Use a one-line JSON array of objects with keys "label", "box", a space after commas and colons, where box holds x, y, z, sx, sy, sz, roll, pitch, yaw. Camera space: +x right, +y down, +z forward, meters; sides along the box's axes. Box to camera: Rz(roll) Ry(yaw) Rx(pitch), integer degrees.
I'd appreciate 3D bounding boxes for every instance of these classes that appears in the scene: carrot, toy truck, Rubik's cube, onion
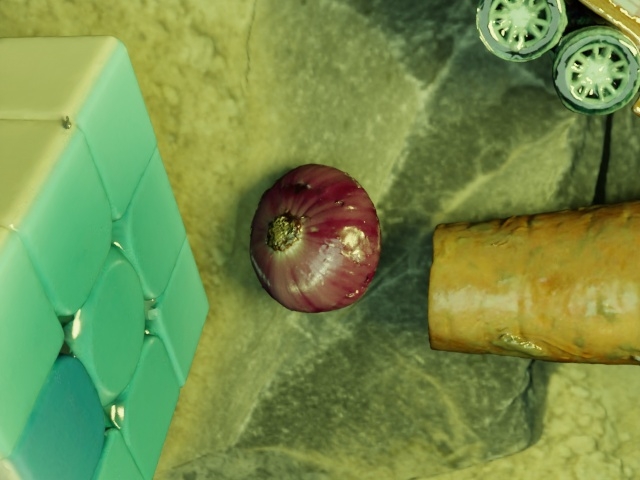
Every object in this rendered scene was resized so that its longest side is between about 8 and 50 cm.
[{"label": "carrot", "box": [0.228, 0.030, 0.711, 0.302, 0.138, 0.138, 4, 114, 17]}, {"label": "toy truck", "box": [0.126, -0.217, 0.625, 0.305, 0.136, 0.162, 35, 114, -5]}, {"label": "Rubik's cube", "box": [-0.274, 0.055, 0.703, 0.291, 0.291, 0.290, 1, 134, 12]}, {"label": "onion", "box": [0.000, 0.000, 0.774, 0.104, 0.115, 0.115, 15, 126, -44]}]
